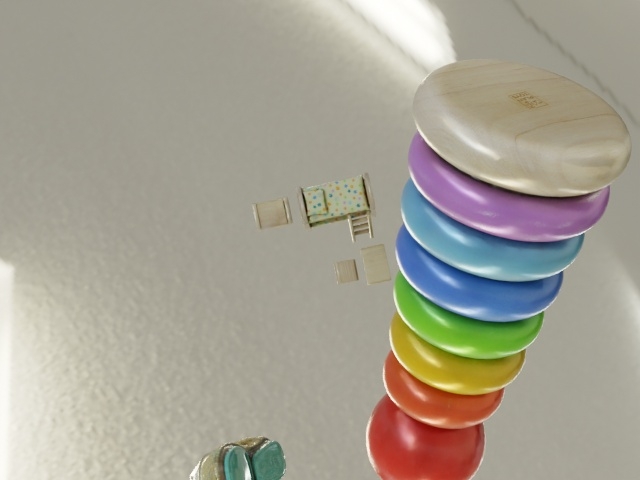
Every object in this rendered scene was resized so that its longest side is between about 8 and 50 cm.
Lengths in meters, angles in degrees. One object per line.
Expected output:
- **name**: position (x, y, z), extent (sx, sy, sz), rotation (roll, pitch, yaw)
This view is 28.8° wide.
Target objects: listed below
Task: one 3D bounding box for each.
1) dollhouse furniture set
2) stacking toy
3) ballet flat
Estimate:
- **dollhouse furniture set**: position (0.000, 0.000, 1.855), extent (0.101, 0.182, 0.161), rotation (66, -169, -83)
- **stacking toy**: position (0.097, 0.049, 0.862), extent (0.141, 0.330, 0.141), rotation (10, -149, -6)
- **ballet flat**: position (-0.148, 0.383, 2.004), extent (0.123, 0.123, 0.348), rotation (60, -171, 8)
